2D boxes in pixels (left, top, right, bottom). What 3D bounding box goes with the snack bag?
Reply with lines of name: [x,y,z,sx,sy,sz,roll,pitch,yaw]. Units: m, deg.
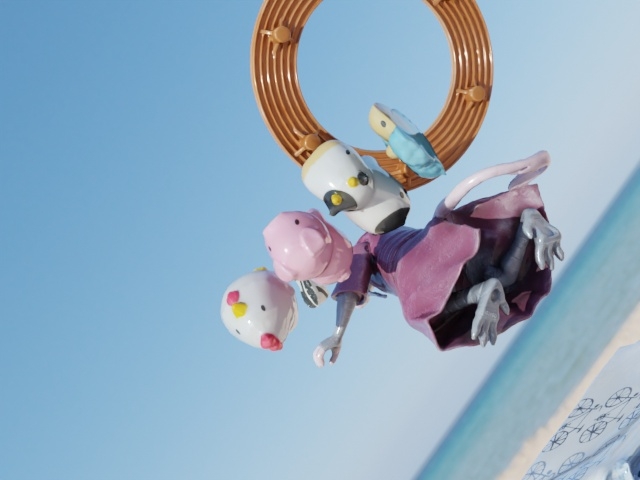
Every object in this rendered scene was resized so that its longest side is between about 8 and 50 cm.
snack bag: [0.331,0.132,1.005,0.323,0.037,0.342,-39,0,-39]

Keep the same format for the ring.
ring: [0.075,-0.225,1.429,0.336,0.336,0.032,-52,17,-11]

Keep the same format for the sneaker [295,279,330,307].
sneaker: [-0.021,0.057,1.835,0.040,0.109,0.044,-21,1,43]

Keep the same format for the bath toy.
bath toy: [0.000,0.000,1.340,0.348,0.151,0.129,-49,23,16]

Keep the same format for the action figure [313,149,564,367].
action figure: [0.120,0.028,1.462,0.248,0.370,0.275,-12,-79,-30]
